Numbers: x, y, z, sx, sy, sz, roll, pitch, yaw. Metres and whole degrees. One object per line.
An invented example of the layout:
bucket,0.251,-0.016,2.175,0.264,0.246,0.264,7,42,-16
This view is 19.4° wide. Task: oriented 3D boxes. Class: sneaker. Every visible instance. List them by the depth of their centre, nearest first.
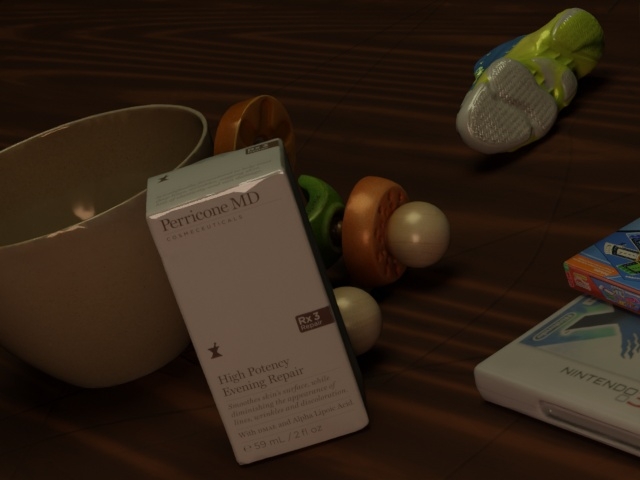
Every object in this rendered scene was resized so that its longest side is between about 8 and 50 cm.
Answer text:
sneaker,0.197,-0.152,1.951,0.240,0.091,0.126,-38,11,-36

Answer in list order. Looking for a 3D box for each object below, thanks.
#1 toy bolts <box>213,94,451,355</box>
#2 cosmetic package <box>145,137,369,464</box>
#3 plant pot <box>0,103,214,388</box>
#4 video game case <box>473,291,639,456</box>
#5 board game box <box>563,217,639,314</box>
toy bolts,0.000,0.000,1.621,0.158,0.218,0.228,3,49,30
cosmetic package,-0.048,0.049,1.475,0.117,0.231,0.085,-18,23,4
plant pot,-0.206,0.022,1.712,0.284,0.191,0.284,-17,22,7
video game case,0.328,0.060,1.405,0.329,0.036,0.300,-31,26,-26
board game box,0.323,0.025,1.405,0.145,0.027,0.281,-28,24,-21
